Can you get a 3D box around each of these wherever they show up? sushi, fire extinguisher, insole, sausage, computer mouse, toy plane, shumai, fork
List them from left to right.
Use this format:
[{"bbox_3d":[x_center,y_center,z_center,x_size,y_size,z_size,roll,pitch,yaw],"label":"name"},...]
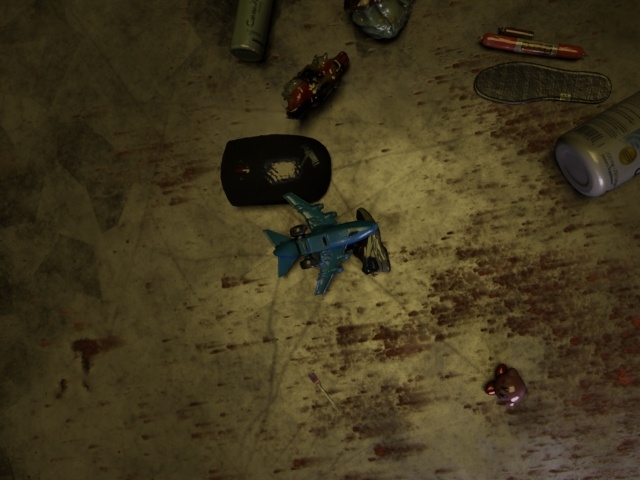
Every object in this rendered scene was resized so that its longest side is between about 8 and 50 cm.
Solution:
[{"bbox_3d":[-0.111,-0.171,1.234,0.270,0.100,0.170,-4,82,7],"label":"computer mouse"},{"bbox_3d":[-0.018,-0.382,1.243,0.103,0.097,0.226,44,77,4],"label":"sushi"},{"bbox_3d":[0.000,0.000,1.172,0.271,0.105,0.254,-14,97,29],"label":"toy plane"},{"bbox_3d":[0.007,0.361,1.215,0.016,0.012,0.115,-39,86,7],"label":"fork"},{"bbox_3d":[0.140,-0.597,1.217,0.184,0.142,0.184,0,88,9],"label":"shumai"},{"bbox_3d":[0.467,-0.499,1.224,0.083,0.022,0.028,15,49,9],"label":"fire extinguisher"},{"bbox_3d":[0.502,-0.460,1.208,0.253,0.034,0.034,11,87,8],"label":"sausage"},{"bbox_3d":[0.524,-0.369,1.209,0.310,0.012,0.110,9,85,9],"label":"insole"}]

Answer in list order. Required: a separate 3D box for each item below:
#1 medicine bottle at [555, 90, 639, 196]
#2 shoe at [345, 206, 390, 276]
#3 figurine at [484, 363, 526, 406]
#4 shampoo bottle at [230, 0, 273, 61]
[{"bbox_3d":[0.677,-0.228,1.101,0.289,0.157,0.157,-30,82,5],"label":"medicine bottle"},{"bbox_3d":[0.100,0.009,1.207,0.100,0.071,0.169,-21,83,12],"label":"shoe"},{"bbox_3d":[0.420,0.324,1.132,0.067,0.071,0.083,15,96,-33],"label":"figurine"},{"bbox_3d":[-0.165,-0.592,1.286,0.085,0.085,0.262,9,86,9],"label":"shampoo bottle"}]
